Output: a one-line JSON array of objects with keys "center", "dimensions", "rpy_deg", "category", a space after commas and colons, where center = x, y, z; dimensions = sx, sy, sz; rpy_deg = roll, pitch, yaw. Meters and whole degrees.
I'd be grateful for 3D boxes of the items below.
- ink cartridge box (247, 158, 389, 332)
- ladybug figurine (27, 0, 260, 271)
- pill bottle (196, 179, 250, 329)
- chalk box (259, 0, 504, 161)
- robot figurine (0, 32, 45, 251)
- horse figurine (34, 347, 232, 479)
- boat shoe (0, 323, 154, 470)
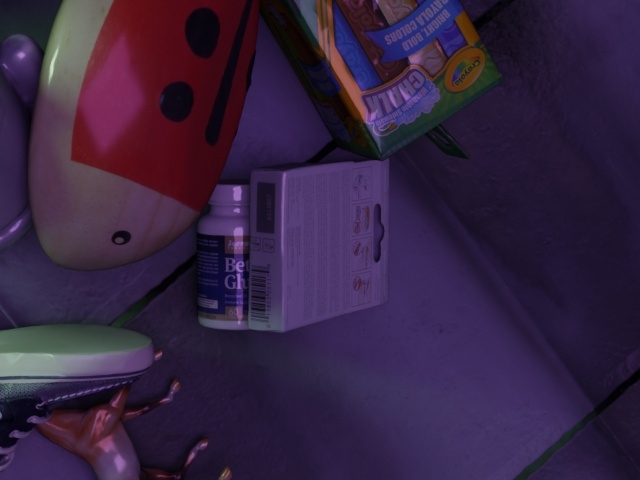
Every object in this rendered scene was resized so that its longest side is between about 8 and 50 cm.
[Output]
[{"center": [0.000, 0.000, 1.993], "dimensions": [0.232, 0.066, 0.189], "rpy_deg": [-14, 106, -60], "category": "ink cartridge box"}, {"center": [-0.177, -0.177, 1.819], "dimensions": [0.162, 0.305, 0.449], "rpy_deg": [13, 87, 17], "category": "ladybug figurine"}, {"center": [-0.099, 0.015, 1.979], "dimensions": [0.094, 0.094, 0.169], "rpy_deg": [-3, 98, -16], "category": "pill bottle"}, {"center": [0.077, -0.209, 1.957], "dimensions": [0.179, 0.180, 0.289], "rpy_deg": [-33, 104, -10], "category": "chalk box"}, {"center": [-0.405, -0.102, 1.773], "dimensions": [0.300, 0.353, 0.200], "rpy_deg": [-33, 65, -4], "category": "robot figurine"}, {"center": [-0.219, 0.253, 1.992], "dimensions": [0.174, 0.066, 0.263], "rpy_deg": [-31, 104, -12], "category": "horse figurine"}, {"center": [-0.354, 0.190, 1.911], "dimensions": [0.340, 0.127, 0.158], "rpy_deg": [-4, 104, 0], "category": "boat shoe"}]
